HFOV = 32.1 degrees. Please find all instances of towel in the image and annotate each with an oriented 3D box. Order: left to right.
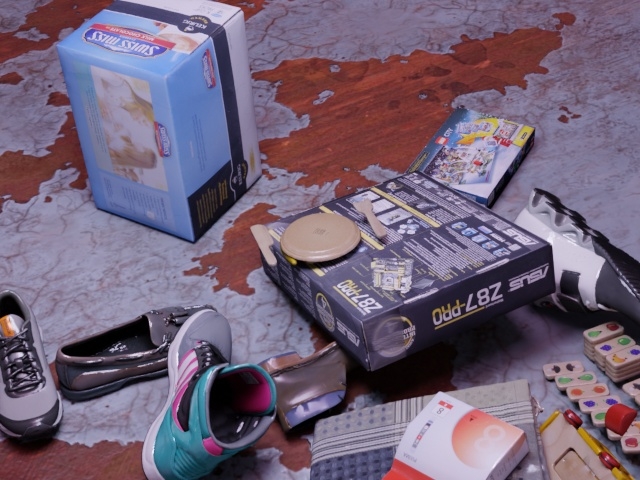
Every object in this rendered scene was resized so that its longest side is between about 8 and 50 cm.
[{"bbox_3d":[0.139,0.329,1.436,0.324,0.056,0.312,-13,37,13],"label":"towel"}]

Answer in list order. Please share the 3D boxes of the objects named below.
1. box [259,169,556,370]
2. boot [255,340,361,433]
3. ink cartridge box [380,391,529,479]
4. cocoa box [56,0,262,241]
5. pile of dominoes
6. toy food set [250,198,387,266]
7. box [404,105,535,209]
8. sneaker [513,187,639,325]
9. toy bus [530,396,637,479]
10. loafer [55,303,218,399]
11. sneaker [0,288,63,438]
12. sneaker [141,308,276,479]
[{"bbox_3d":[0.118,0.027,1.712,0.318,0.097,0.395,-19,27,-20],"label":"box"},{"bbox_3d":[0.017,0.209,1.624,0.219,0.082,0.106,-12,66,-23],"label":"boot"},{"bbox_3d":[0.152,0.283,1.404,0.179,0.045,0.145,-40,39,-27],"label":"ink cartridge box"},{"bbox_3d":[-0.265,-0.217,1.905,0.231,0.347,0.228,19,46,24],"label":"cocoa box"},{"bbox_3d":[0.453,0.199,1.566,0.195,0.040,0.251,-18,30,-14],"label":"pile of dominoes"},{"bbox_3d":[0.000,0.000,1.684,0.192,0.039,0.132,-14,34,-9],"label":"toy food set"},{"bbox_3d":[0.272,-0.148,2.014,0.159,0.044,0.233,18,46,24],"label":"box"},{"bbox_3d":[0.404,0.066,1.702,0.122,0.146,0.330,18,21,-40],"label":"sneaker"},{"bbox_3d":[0.340,0.304,1.440,0.191,0.104,0.202,-19,41,46],"label":"toy bus"},{"bbox_3d":[-0.269,0.154,1.678,0.267,0.084,0.096,-23,44,-21],"label":"loafer"},{"bbox_3d":[-0.450,0.182,1.645,0.100,0.108,0.272,-15,43,-15],"label":"sneaker"},{"bbox_3d":[-0.137,0.193,1.538,0.178,0.124,0.296,-28,36,34],"label":"sneaker"}]
